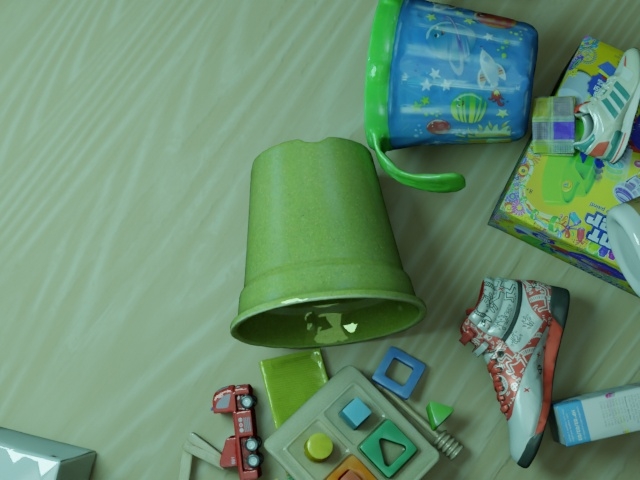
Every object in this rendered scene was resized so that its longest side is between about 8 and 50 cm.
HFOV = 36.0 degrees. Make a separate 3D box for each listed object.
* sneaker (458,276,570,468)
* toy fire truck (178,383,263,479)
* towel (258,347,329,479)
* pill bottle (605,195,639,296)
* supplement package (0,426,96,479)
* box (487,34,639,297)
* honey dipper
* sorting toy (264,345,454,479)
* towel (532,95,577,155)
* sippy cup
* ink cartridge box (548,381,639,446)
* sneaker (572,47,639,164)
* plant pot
[{"bbox_3d":[0.268,0.185,1.444,0.145,0.090,0.270,12,80,6],"label":"sneaker"},{"bbox_3d":[-0.156,0.316,1.471,0.135,0.047,0.192,-8,82,3],"label":"toy fire truck"},{"bbox_3d":[-0.015,0.280,1.450,0.102,0.021,0.237,-10,73,-19],"label":"towel"},{"bbox_3d":[0.496,-0.022,1.256,0.229,0.131,0.131,-22,82,1],"label":"pill bottle"},{"bbox_3d":[-0.460,0.430,1.409,0.177,0.175,0.293,13,84,6],"label":"supplement package"},{"bbox_3d":[0.438,-0.091,1.424,0.290,0.177,0.279,26,86,6],"label":"box"},{"bbox_3d":[0.144,0.263,1.470,0.161,0.030,0.030,42,87,9],"label":"honey dipper"},{"bbox_3d":[0.046,0.297,1.404,0.196,0.047,0.348,43,69,14],"label":"sorting toy"},{"bbox_3d":[0.319,-0.157,1.345,0.060,0.009,0.083,3,84,4],"label":"towel"},{"bbox_3d":[0.192,-0.233,1.412,0.224,0.240,0.305,8,107,12],"label":"sippy cup"},{"bbox_3d":[0.425,0.245,1.418,0.181,0.104,0.061,-13,83,2],"label":"ink cartridge box"},{"bbox_3d":[0.384,-0.187,1.319,0.075,0.057,0.161,15,87,0],"label":"sneaker"},{"bbox_3d":[0.000,0.000,1.413,0.276,0.276,0.254,-6,71,2],"label":"plant pot"}]
